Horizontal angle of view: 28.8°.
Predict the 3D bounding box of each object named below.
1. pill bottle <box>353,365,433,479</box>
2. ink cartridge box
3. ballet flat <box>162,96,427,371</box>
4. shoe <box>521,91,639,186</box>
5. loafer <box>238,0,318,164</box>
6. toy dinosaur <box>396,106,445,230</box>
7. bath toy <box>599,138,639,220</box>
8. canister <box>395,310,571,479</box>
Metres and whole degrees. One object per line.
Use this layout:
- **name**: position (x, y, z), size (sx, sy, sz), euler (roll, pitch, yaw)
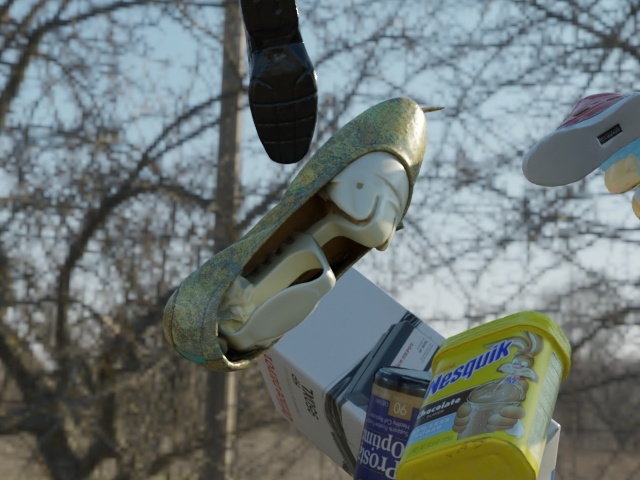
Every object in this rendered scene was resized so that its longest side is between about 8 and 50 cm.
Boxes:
- **pill bottle**: position (0.097, 0.250, 1.316), size (0.123, 0.219, 0.123), euler (11, 0, 0)
- **ink cartridge box**: position (0.107, 0.233, 1.651), size (0.395, 0.166, 0.285), euler (38, -20, 26)
- **ballet flat**: position (0.000, 0.000, 1.215), size (0.123, 0.348, 0.123), euler (45, -12, 12)
- **shoe**: position (0.301, -0.119, 1.448), size (0.178, 0.063, 0.081), euler (-29, 15, -9)
- **loafer**: position (-0.036, -0.152, 1.097), size (0.062, 0.170, 0.061), euler (-5, 9, -2)
- **toy dinosaur**: position (0.091, -0.112, 1.524), size (0.064, 0.211, 0.112), euler (4, -29, 22)
- **bath toy**: position (0.553, -0.071, 1.833), size (0.348, 0.151, 0.129), euler (20, -9, -38)
- **canister**: position (0.140, 0.146, 1.061), size (0.126, 0.073, 0.170), euler (-24, 21, 31)
